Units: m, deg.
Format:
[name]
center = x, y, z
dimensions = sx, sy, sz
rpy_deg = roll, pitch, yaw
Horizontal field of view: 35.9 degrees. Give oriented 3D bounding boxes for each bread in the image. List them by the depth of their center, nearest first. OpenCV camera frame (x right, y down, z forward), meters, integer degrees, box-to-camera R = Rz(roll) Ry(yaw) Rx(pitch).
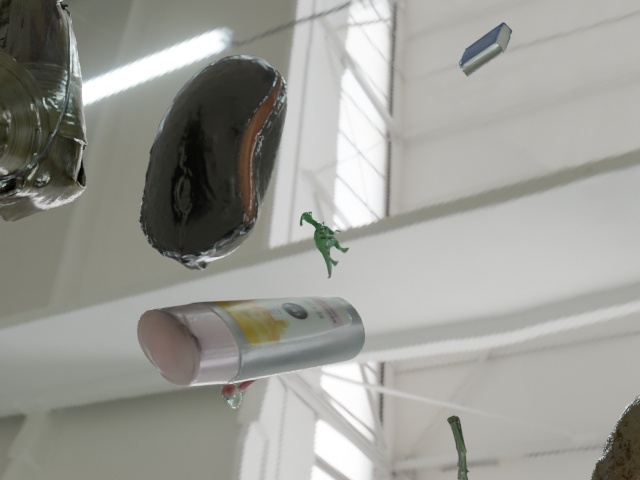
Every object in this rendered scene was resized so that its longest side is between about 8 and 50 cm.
[bread]
center = 0.412, 0.302, 1.211
dimensions = 0.123, 0.230, 0.230
rpy_deg = 18, -113, 30

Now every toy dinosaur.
[toy dinosaur]
center = 0.000, 0.000, 1.051
dimensions = 0.021, 0.062, 0.083
rpy_deg = -43, -169, 28

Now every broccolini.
[broccolini]
center = 0.203, 0.328, 1.415
dimensions = 0.044, 0.218, 0.042
rpy_deg = -9, -147, 15

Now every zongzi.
[zongzi]
center = -0.366, -0.191, 1.107
dimensions = 0.139, 0.300, 0.286
rpy_deg = -9, -103, 9

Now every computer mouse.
[computer mouse]
center = -0.148, -0.121, 1.334
dimensions = 0.183, 0.116, 0.323
rpy_deg = -3, -118, 30

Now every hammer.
[hammer]
center = -0.130, 0.247, 1.672
dimensions = 0.083, 0.052, 0.031
rpy_deg = -37, -121, -21

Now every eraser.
[eraser]
center = 0.269, -0.313, 1.614
dimensions = 0.085, 0.027, 0.063
rpy_deg = -32, -155, 44

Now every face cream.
[face cream]
center = -0.066, 0.107, 1.082
dimensions = 0.107, 0.269, 0.073
rpy_deg = 36, -66, 36
